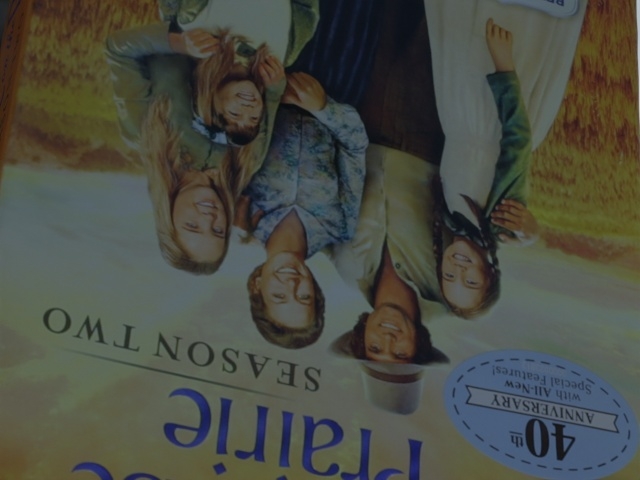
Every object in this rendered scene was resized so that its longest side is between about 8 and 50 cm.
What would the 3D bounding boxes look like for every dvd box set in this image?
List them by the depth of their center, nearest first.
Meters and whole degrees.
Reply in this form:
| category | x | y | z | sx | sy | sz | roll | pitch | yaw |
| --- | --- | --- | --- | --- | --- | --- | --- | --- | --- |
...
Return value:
| category | x | y | z | sx | sy | sz | roll | pitch | yaw |
| --- | --- | --- | --- | --- | --- | --- | --- | --- | --- |
| dvd box set | 0.000 | 0.000 | 0.754 | 0.062 | 0.308 | 0.420 | 133 | -33 | -55 |
